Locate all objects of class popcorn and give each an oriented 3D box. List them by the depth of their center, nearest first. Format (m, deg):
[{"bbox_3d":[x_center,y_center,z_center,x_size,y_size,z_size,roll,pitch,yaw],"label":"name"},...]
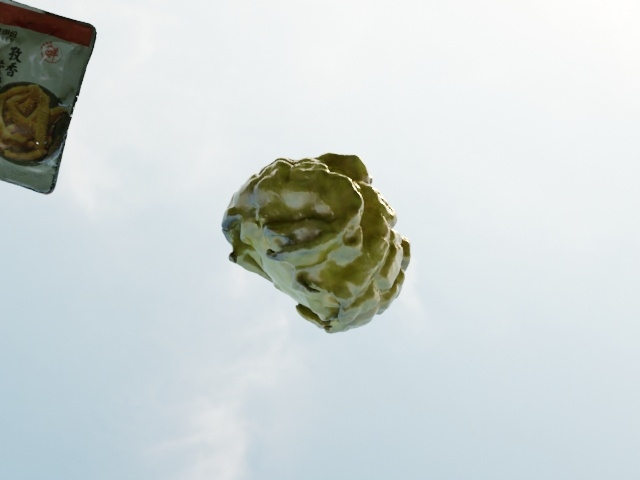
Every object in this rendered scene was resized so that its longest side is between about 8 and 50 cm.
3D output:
[{"bbox_3d":[0.000,0.000,0.850,0.250,0.250,0.190,27,-129,22],"label":"popcorn"}]

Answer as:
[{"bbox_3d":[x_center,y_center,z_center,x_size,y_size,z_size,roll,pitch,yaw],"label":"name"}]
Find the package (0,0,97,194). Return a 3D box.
[{"bbox_3d":[-0.403,-0.195,0.889,0.154,0.239,0.030,16,179,-10],"label":"package"}]
